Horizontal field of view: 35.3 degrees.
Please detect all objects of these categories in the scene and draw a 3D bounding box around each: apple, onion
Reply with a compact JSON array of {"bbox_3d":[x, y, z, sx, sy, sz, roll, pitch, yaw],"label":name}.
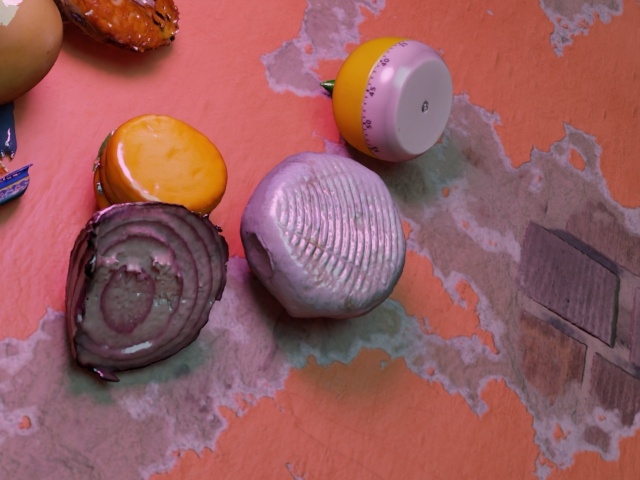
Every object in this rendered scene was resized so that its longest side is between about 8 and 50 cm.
[{"bbox_3d":[-0.577,-0.356,1.724,0.262,0.262,0.262,14,60,-25],"label":"apple"},{"bbox_3d":[-0.304,0.067,1.705,0.280,0.146,0.314,-2,110,-39],"label":"onion"}]

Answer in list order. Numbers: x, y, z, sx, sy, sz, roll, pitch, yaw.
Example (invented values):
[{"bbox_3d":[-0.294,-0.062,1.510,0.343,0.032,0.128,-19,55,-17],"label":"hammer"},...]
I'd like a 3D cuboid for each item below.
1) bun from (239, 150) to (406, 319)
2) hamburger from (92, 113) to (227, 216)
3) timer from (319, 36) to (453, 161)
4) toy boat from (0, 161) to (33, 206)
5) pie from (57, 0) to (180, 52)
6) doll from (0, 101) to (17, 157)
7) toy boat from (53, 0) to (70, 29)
[{"bbox_3d":[-0.005,-0.001,1.919,0.354,0.194,0.354,15,60,-28],"label":"bun"},{"bbox_3d":[-0.295,-0.099,1.807,0.246,0.170,0.246,18,47,-20],"label":"hamburger"},{"bbox_3d":[0.118,-0.313,2.154,0.285,0.285,0.285,14,60,-25],"label":"timer"},{"bbox_3d":[-0.561,-0.107,1.697,0.175,0.091,0.110,-34,103,-43],"label":"toy boat"},{"bbox_3d":[-0.406,-0.486,1.957,0.308,0.085,0.308,32,36,-26],"label":"pie"},{"bbox_3d":[-0.561,-0.204,1.790,0.037,0.027,0.125,2,68,-30],"label":"doll"},{"bbox_3d":[-0.560,-0.467,1.902,0.116,0.061,0.188,-32,85,-37],"label":"toy boat"}]
